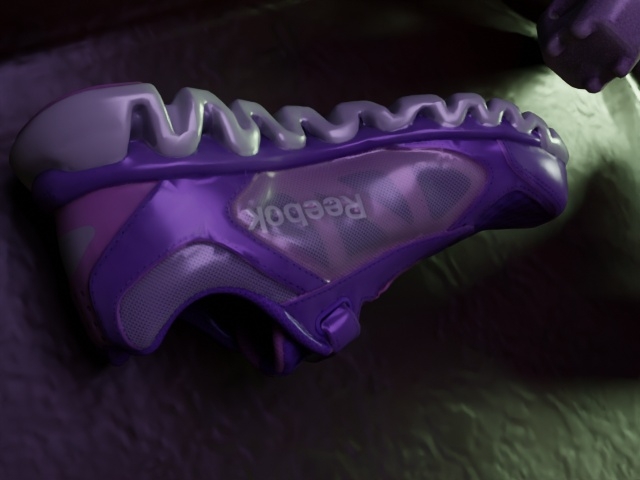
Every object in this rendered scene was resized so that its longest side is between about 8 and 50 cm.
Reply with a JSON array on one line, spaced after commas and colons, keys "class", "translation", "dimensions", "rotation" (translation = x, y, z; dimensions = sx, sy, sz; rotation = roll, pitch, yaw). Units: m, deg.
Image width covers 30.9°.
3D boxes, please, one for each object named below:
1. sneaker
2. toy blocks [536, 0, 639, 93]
[{"class": "sneaker", "translation": [0.000, 0.000, 0.460], "dimensions": [0.236, 0.095, 0.105], "rotation": [-3, 76, -28]}, {"class": "toy blocks", "translation": [0.265, -0.033, 0.516], "dimensions": [0.309, 0.288, 0.260], "rotation": [38, 56, -12]}]
